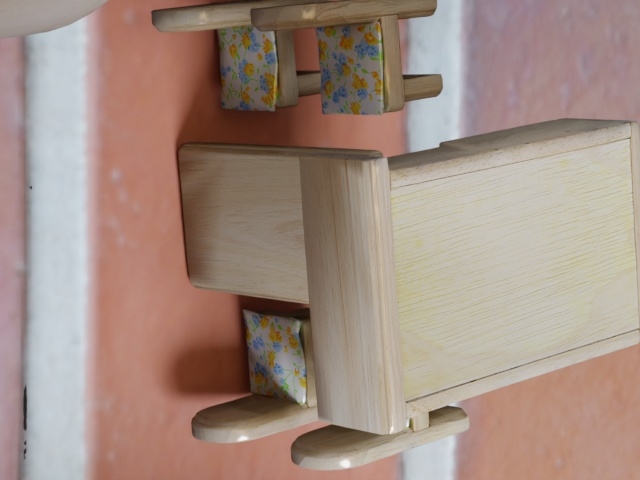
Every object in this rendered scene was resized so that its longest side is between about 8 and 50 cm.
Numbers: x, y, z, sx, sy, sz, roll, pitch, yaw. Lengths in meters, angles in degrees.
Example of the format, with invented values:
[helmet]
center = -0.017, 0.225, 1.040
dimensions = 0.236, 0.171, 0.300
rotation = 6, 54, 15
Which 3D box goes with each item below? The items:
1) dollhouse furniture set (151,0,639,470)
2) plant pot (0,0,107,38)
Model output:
[dollhouse furniture set]
center = 0.000, 0.000, 0.848
dimensions = 0.161, 0.242, 0.212
rotation = -13, 102, -41
[plant pot]
center = -0.204, -0.198, 0.706
dimensions = 0.280, 0.323, 0.323
rotation = 8, 92, -47
